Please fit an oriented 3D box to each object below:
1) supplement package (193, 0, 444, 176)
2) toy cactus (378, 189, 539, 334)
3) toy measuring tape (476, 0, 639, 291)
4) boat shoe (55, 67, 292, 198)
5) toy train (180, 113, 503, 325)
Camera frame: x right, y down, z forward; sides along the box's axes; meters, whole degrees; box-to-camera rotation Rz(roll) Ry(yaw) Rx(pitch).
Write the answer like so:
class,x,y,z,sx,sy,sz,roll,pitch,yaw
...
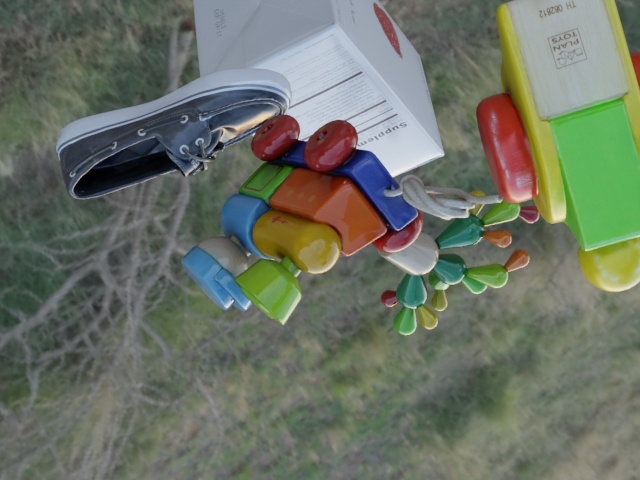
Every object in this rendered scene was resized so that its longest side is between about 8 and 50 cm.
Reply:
class,x,y,z,sx,sy,sz,roll,pitch,yaw
supplement package,0.003,-0.206,1.159,0.175,0.177,0.293,-23,147,21
toy cactus,0.136,0.016,1.108,0.181,0.112,0.219,21,128,-42
toy measuring tape,0.138,-0.129,0.584,0.121,0.330,0.121,-16,-179,0
boat shoe,-0.133,-0.090,0.872,0.229,0.076,0.080,-13,151,4
toy train,0.000,0.000,0.662,0.143,0.248,0.105,-48,118,-13
